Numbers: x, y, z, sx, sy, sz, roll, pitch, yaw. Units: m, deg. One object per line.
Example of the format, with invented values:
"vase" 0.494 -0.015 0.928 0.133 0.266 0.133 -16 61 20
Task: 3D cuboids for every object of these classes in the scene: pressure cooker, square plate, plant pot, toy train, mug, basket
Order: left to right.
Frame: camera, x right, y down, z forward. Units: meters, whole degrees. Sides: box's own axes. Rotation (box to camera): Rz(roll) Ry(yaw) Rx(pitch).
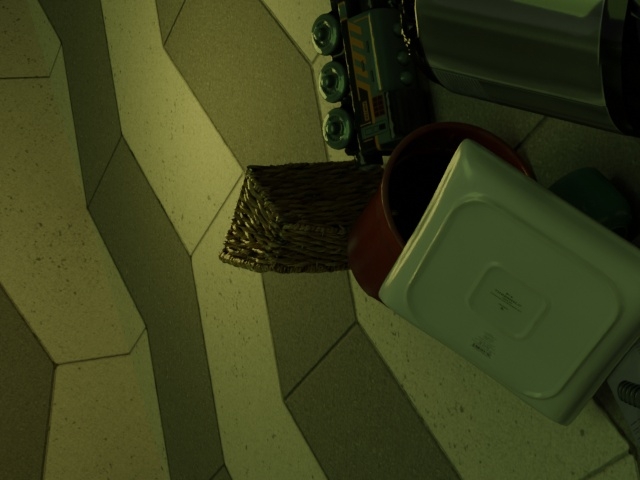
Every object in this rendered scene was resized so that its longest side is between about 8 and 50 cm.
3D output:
"basket" 0.000 0.000 2.226 0.213 0.299 0.223 54 137 39
"toy train" 0.094 -0.296 2.183 0.190 0.142 0.334 -14 82 48
"plant pot" 0.179 -0.014 1.975 0.265 0.272 0.272 134 124 -63
"square plate" 0.272 0.077 1.706 0.347 0.049 0.344 35 133 9
"mug" 0.385 -0.023 1.744 0.129 0.158 0.097 -52 54 21
"pressure cooker" 0.349 -0.309 1.443 0.420 0.370 0.375 19 124 33

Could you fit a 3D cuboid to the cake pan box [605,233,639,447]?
"cake pan box" 0.475 0.118 1.657 0.245 0.070 0.267 66 146 24
